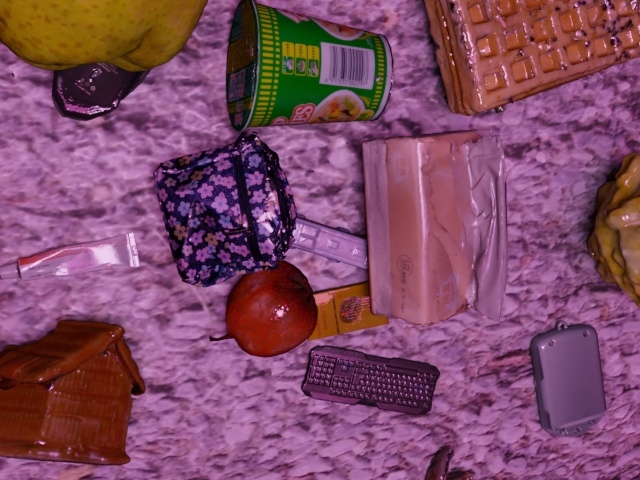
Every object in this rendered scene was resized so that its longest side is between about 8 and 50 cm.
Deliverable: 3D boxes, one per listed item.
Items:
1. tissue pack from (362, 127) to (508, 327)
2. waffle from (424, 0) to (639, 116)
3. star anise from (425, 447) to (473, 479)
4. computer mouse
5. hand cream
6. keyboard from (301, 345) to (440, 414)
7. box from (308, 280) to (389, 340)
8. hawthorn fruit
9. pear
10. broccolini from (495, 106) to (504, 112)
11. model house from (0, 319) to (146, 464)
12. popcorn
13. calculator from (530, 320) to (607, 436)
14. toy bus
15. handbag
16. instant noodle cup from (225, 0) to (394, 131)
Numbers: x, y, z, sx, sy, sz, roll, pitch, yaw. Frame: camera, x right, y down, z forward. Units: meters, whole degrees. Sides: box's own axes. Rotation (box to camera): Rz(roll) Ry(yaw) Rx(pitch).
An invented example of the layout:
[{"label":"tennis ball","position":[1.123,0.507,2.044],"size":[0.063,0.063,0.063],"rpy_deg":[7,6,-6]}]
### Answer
[{"label":"tissue pack","position":[0.214,-0.026,1.089],"size":[0.239,0.238,0.305],"rpy_deg":[-5,100,-12]},{"label":"waffle","position":[0.369,-0.389,1.135],"size":[0.376,0.114,0.260],"rpy_deg":[-21,99,-16]},{"label":"star anise","position":[0.210,0.516,1.283],"size":[0.208,0.063,0.171],"rpy_deg":[-36,108,-9]},{"label":"computer mouse","position":[-0.341,-0.264,1.036],"size":[0.106,0.062,0.192],"rpy_deg":[40,77,-13]},{"label":"hand cream","position":[-0.411,0.032,1.082],"size":[0.216,0.038,0.052],"rpy_deg":[-10,125,-17]},{"label":"keyboard","position":[0.097,0.265,1.238],"size":[0.262,0.016,0.106],"rpy_deg":[12,96,-14]},{"label":"box","position":[0.045,0.125,1.203],"size":[0.155,0.023,0.086],"rpy_deg":[-10,98,-11]},{"label":"hawthorn fruit","position":[-0.099,0.125,1.107],"size":[0.194,0.157,0.157],"rpy_deg":[-30,104,1]},{"label":"pear","position":[-0.312,-0.397,0.861],"size":[0.391,0.391,0.390],"rpy_deg":[-2,99,-12]},{"label":"broccolini","position":[0.292,-0.288,1.196],"size":[0.035,0.030,0.140],"rpy_deg":[-33,108,1]},{"label":"model house","position":[-0.418,0.240,1.054],"size":[0.220,0.200,0.229],"rpy_deg":[35,59,-53]},{"label":"popcorn","position":[0.621,-0.022,1.170],"size":[0.312,0.312,0.312],"rpy_deg":[-2,99,-12]},{"label":"calculator","position":[0.496,0.276,1.315],"size":[0.141,0.045,0.246],"rpy_deg":[-14,101,-10]},{"label":"toy bus","position":[0.000,0.000,1.146],"size":[0.191,0.075,0.064],"rpy_deg":[17,95,-15]},{"label":"handbag","position":[-0.147,-0.050,1.060],"size":[0.208,0.127,0.228],"rpy_deg":[-13,88,8]},{"label":"instant noodle cup","position":[-0.016,-0.271,1.048],"size":[0.233,0.207,0.207],"rpy_deg":[0,99,-19]}]
